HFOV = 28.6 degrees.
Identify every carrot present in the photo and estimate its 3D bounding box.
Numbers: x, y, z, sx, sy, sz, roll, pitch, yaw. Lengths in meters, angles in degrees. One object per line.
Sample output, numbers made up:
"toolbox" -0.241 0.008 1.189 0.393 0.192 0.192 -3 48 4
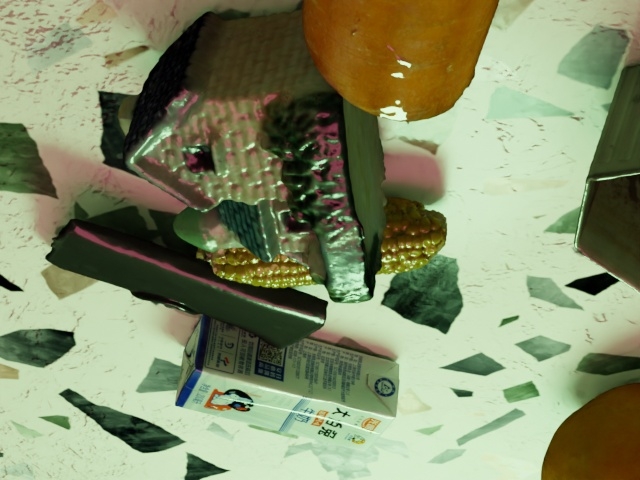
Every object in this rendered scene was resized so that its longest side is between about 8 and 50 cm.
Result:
"carrot" 0.083 -0.297 1.148 0.193 0.214 0.331 -7 144 -11

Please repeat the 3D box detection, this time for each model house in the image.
"model house" -0.075 -0.090 1.396 0.284 0.243 0.298 0 131 13

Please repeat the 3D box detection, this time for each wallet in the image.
"wallet" -0.188 0.058 1.706 0.377 0.051 0.197 21 160 -16

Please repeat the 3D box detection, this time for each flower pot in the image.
"flower pot" 0.402 -0.065 1.365 0.209 0.190 0.239 15 142 15

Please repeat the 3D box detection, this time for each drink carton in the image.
"drink carton" -0.048 0.216 1.875 0.315 0.107 0.130 16 144 -13

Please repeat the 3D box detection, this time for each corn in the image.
"corn" 0.000 0.000 1.591 0.322 0.119 0.119 -1 141 10

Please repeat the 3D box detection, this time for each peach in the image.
"peach" 0.499 0.370 1.830 0.343 0.343 0.301 29 154 -27
